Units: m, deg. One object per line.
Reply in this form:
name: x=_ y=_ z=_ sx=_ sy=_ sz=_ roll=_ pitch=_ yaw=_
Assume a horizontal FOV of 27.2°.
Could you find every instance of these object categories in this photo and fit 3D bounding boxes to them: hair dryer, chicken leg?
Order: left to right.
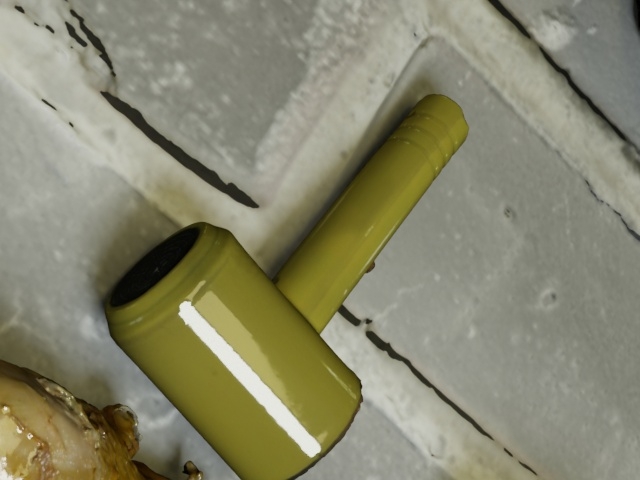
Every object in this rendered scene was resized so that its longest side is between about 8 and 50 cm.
chicken leg: x=-0.131 y=0.121 z=0.695 sx=0.207 sy=0.101 sz=0.085 roll=34 pitch=71 yaw=-47
hair dryer: x=0.000 y=0.000 z=0.792 sx=0.135 sy=0.090 sz=0.279 roll=49 pitch=57 yaw=-16

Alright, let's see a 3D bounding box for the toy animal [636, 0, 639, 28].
toy animal: x=0.272 y=-0.154 z=0.972 sx=0.202 sy=0.070 sz=0.105 roll=54 pitch=26 yaw=5
